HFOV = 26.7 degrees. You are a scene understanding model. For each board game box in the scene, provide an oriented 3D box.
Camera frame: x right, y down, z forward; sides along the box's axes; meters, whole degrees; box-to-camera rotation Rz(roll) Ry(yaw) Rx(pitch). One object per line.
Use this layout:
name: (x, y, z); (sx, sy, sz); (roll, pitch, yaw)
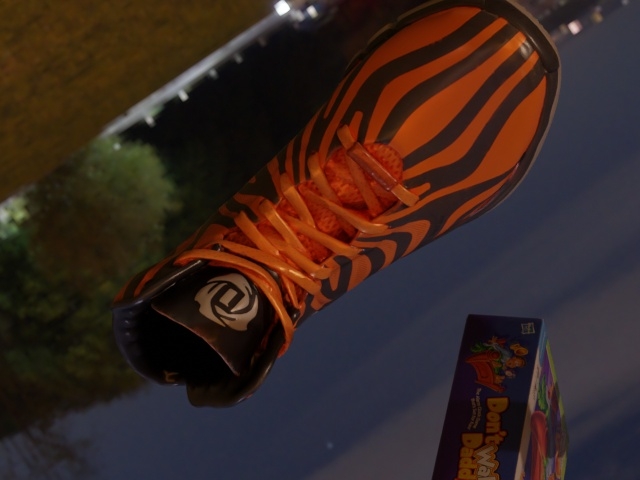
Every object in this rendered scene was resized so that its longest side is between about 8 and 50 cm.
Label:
board game box: (0.165, 0.279, 1.287); (0.078, 0.233, 0.347); (2, -127, 20)

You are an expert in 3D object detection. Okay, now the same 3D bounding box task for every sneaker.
sneaker: (0.000, 0.000, 0.764); (0.321, 0.124, 0.180); (-45, -178, 38)
